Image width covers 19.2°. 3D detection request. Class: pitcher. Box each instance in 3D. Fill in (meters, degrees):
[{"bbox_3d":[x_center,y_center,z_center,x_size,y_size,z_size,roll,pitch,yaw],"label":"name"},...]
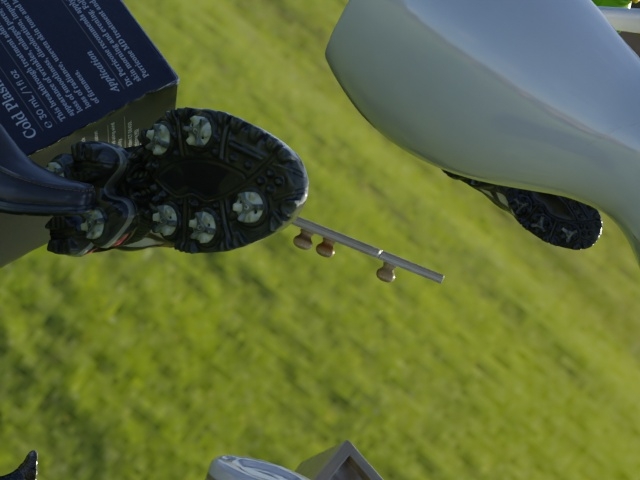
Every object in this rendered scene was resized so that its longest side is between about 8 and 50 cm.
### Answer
[{"bbox_3d":[0.121,-0.097,1.030,0.207,0.125,0.178,30,44,2],"label":"pitcher"}]

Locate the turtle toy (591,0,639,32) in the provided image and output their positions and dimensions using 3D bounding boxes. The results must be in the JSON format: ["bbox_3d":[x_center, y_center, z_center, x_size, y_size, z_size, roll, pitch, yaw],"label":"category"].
[{"bbox_3d":[0.219,-0.231,1.650,0.130,0.095,0.066,48,17,-9],"label":"turtle toy"}]

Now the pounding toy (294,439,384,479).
[{"bbox_3d":[0.017,0.256,1.635,0.130,0.100,0.141,50,48,-7],"label":"pounding toy"}]

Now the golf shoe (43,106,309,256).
[{"bbox_3d":[-0.092,-0.042,1.421,0.120,0.105,0.273,0,-1,-44],"label":"golf shoe"}]

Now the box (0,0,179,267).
[{"bbox_3d":[-0.345,-0.150,1.622,0.343,0.312,0.179,54,-22,18],"label":"box"}]

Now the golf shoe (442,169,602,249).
[{"bbox_3d":[0.222,-0.054,1.985,0.198,0.077,0.094,38,8,27],"label":"golf shoe"}]

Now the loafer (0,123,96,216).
[{"bbox_3d":[-0.236,-0.057,1.332,0.170,0.061,0.062,14,6,6],"label":"loafer"}]

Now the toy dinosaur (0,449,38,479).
[{"bbox_3d":[-0.277,0.205,1.252,0.160,0.121,0.314,11,56,-8],"label":"toy dinosaur"}]

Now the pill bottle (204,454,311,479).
[{"bbox_3d":[-0.065,0.264,1.506,0.094,0.169,0.094,17,5,-1],"label":"pill bottle"}]

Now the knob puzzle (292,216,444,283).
[{"bbox_3d":[0.000,0.000,1.861,0.213,0.030,0.213,22,1,0],"label":"knob puzzle"}]
